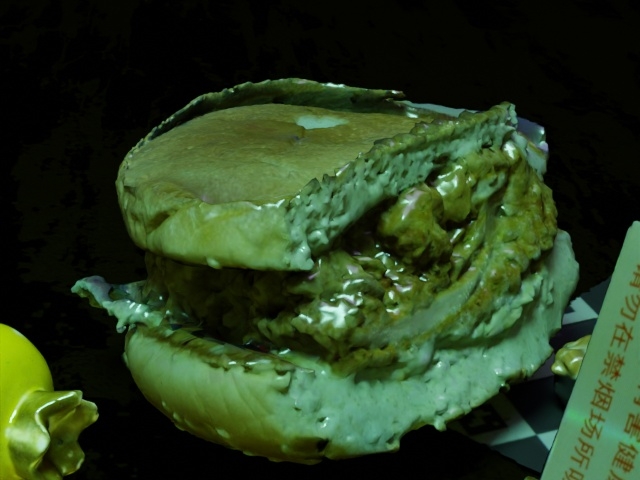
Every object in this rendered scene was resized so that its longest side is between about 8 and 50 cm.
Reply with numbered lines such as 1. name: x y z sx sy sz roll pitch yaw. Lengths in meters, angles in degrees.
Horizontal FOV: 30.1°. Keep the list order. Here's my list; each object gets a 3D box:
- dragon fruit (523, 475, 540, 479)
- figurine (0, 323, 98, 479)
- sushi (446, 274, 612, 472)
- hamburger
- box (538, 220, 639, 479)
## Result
1. dragon fruit: 0.089 0.197 0.453 0.274 0.193 0.192 16 41 43
2. figurine: -0.260 0.107 0.677 0.234 0.127 0.185 29 45 16
3. sushi: 0.263 0.086 0.826 0.292 0.059 0.294 24 38 39
4. hamburger: 0.000 0.000 0.814 0.318 0.195 0.276 -22 23 -37
5. box: 0.241 0.119 0.561 0.084 0.198 0.310 18 3 -28
